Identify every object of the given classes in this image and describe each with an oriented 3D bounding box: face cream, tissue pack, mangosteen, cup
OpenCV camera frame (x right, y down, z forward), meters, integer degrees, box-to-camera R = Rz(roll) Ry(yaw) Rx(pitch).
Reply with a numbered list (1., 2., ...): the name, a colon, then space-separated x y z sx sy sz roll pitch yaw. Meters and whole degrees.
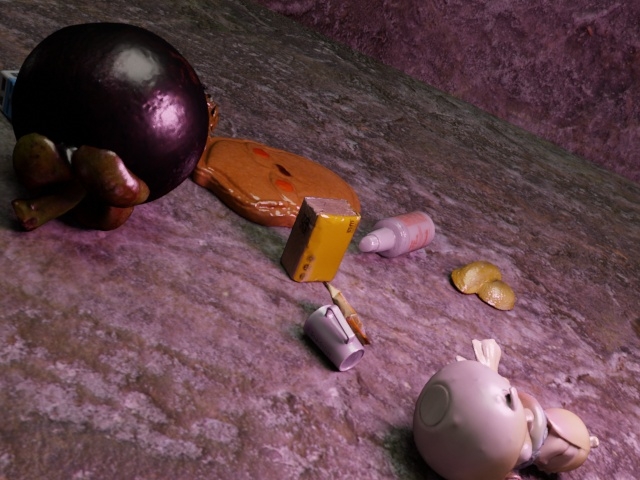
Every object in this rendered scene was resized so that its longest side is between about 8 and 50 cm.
1. face cream: 0.179 -0.010 1.884 0.101 0.101 0.251 40 30 24
2. tissue pack: 0.000 0.000 1.639 0.120 0.169 0.082 2 30 -39
3. mangosteen: -0.417 -0.209 1.452 0.382 0.382 0.435 26 44 -1
4. cup: 0.029 0.173 1.438 0.074 0.104 0.116 -19 53 -33

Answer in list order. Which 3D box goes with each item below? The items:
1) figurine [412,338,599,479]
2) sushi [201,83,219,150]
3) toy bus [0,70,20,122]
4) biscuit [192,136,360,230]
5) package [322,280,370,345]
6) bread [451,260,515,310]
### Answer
1. figurine: 0.342 0.309 1.360 0.394 0.226 0.275 22 53 -29
2. sushi: -0.337 -0.275 1.797 0.204 0.200 0.213 45 38 18
3. toy bus: -0.584 -0.328 1.777 0.131 0.106 0.297 36 30 26
4. biscuit: -0.108 -0.147 1.920 0.455 0.078 0.350 7 29 -32
5. package: 0.051 0.144 1.525 0.121 0.031 0.108 53 -6 42
6. bread: 0.418 0.109 1.930 0.187 0.065 0.149 7 38 -36
